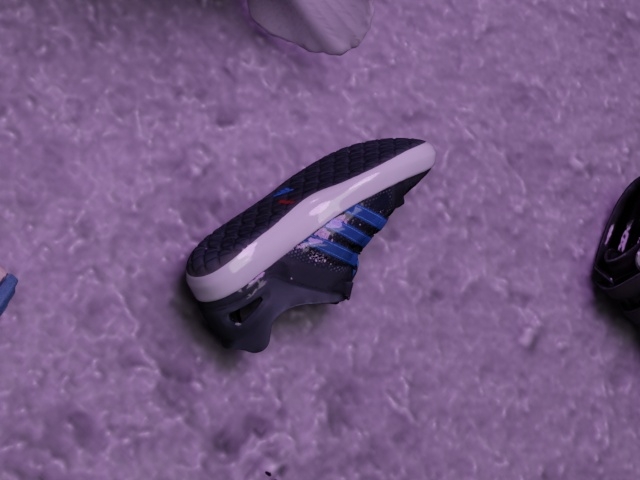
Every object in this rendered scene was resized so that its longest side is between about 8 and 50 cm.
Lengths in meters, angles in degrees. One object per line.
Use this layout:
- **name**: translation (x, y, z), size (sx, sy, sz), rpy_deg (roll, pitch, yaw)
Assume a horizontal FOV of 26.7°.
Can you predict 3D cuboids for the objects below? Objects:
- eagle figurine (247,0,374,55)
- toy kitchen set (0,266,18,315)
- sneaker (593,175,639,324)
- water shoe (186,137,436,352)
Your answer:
- **eagle figurine**: translation (-0.085, -0.247, 0.835), size (0.298, 0.226, 0.225), rpy_deg (-10, 44, -45)
- **toy kitchen set**: translation (-0.246, 0.116, 0.739), size (0.122, 0.166, 0.207), rpy_deg (42, 99, -11)
- **sneaker**: translation (0.270, 0.079, 0.993), size (0.146, 0.104, 0.296), rpy_deg (16, 64, -21)
- **water shoe**: translation (0.000, 0.000, 0.901), size (0.203, 0.073, 0.080), rpy_deg (-32, 114, -26)
